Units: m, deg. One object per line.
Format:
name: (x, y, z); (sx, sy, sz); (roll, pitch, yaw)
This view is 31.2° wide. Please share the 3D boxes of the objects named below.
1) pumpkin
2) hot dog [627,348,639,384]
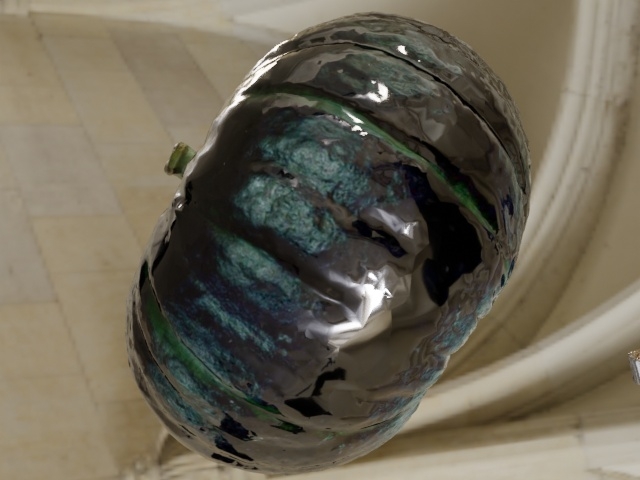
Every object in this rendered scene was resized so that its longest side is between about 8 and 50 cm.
pumpkin: (0.000, 0.000, 0.466); (0.202, 0.140, 0.202); (-58, 176, -6)
hot dog: (0.388, 0.124, 1.071); (0.192, 0.099, 0.053); (5, -86, 31)
